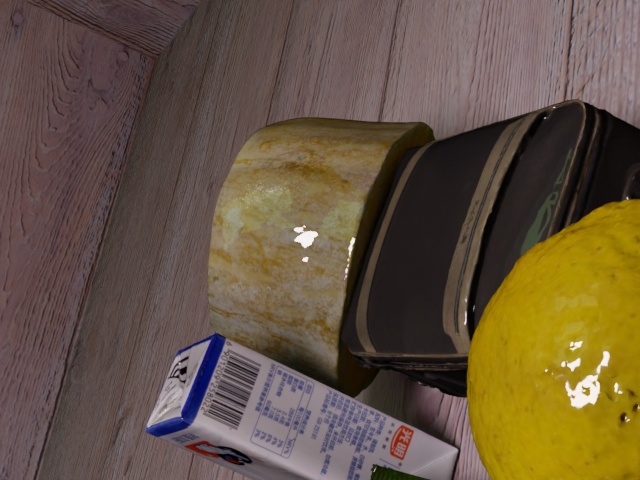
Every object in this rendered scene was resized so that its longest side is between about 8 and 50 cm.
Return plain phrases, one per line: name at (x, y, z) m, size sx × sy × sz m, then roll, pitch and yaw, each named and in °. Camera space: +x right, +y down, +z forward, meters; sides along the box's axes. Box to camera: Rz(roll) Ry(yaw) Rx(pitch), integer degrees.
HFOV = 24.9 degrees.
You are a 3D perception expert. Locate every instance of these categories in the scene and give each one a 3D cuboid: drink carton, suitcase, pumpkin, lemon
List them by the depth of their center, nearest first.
lemon at (0.245, 0.105, 1.095) m, size 0.322 × 0.268 × 0.268 m, roll 126°, pitch 161°, yaw -69°
suitcase at (0.186, 0.016, 1.455) m, size 0.434 × 0.194 × 0.283 m, roll -8°, pitch 60°, yaw 66°
drink carton at (-0.016, 0.215, 1.571) m, size 0.130 × 0.315 × 0.106 m, roll -27°, pitch 40°, yaw 63°
pumpkin at (0.000, 0.000, 1.712) m, size 0.332 × 0.199 × 0.332 m, roll 19°, pitch -90°, yaw -72°

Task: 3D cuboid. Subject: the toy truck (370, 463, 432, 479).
toy truck at (0.139, 0.280, 1.384) m, size 0.259 × 0.121 × 0.088 m, roll -6°, pitch 63°, yaw 68°
